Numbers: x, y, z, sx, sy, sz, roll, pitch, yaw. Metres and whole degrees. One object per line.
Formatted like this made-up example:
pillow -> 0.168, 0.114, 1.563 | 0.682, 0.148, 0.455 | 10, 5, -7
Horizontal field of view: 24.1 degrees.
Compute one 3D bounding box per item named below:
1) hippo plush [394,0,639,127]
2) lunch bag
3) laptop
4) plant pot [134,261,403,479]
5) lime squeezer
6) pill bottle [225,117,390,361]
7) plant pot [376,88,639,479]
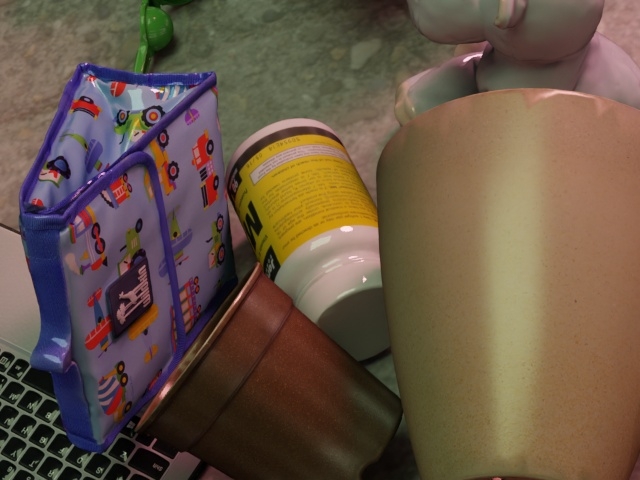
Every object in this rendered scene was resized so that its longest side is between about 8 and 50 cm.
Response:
hippo plush -> 0.169, -0.147, 1.287 | 0.294, 0.236, 0.234 | 20, 65, 32
lunch bag -> -0.180, 0.015, 1.247 | 0.138, 0.221, 0.293 | 4, 32, 13
laptop -> -0.323, 0.137, 1.283 | 0.382, 0.236, 0.408 | 21, 66, 32
plant pot -> -0.034, 0.133, 1.196 | 0.165, 0.167, 0.167 | 37, 71, -4
lime squeezer -> -0.147, -0.235, 1.607 | 0.110, 0.059, 0.310 | 35, 70, 5
pill bottle -> 0.000, 0.000, 1.326 | 0.119, 0.119, 0.208 | -28, 50, 1
plant pot -> 0.153, 0.074, 1.107 | 0.257, 0.256, 0.274 | -3, 57, 20
